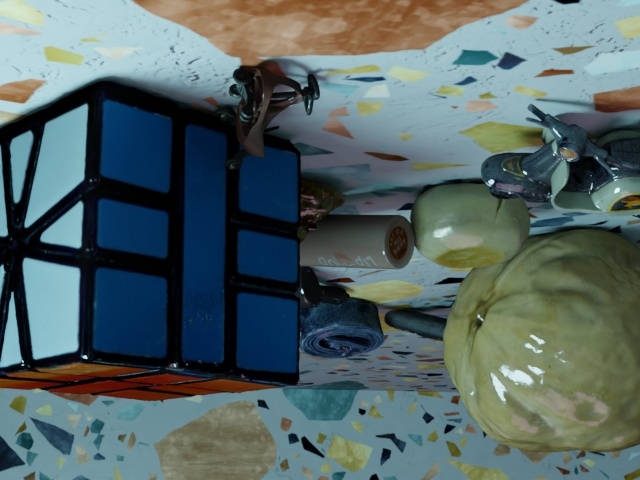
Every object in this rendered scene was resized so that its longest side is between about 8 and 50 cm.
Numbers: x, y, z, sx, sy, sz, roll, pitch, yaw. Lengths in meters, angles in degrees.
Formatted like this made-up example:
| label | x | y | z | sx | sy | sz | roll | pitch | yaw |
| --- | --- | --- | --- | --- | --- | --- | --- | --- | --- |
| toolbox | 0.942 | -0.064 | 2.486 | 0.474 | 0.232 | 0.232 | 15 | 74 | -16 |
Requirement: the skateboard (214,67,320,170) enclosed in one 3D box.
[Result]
| label | x | y | z | sx | sy | sz | roll | pitch | yaw |
| --- | --- | --- | --- | --- | --- | --- | --- | --- | --- |
| skateboard | -0.052 | -0.126 | 1.125 | 0.080 | 0.067 | 0.151 | -5 | 164 | -16 |

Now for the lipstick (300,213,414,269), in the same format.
| label | x | y | z | sx | sy | sz | roll | pitch | yaw |
| --- | --- | --- | --- | --- | --- | --- | --- | --- | --- |
| lipstick | 0.000 | 0.000 | 1.512 | 0.254 | 0.070 | 0.070 | 1 | 170 | 39 |

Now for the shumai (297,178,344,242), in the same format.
| label | x | y | z | sx | sy | sz | roll | pitch | yaw |
| --- | --- | --- | --- | --- | --- | --- | --- | --- | --- |
| shumai | -0.049 | -0.029 | 1.450 | 0.139 | 0.105 | 0.123 | 16 | 174 | 24 |

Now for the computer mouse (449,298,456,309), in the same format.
| label | x | y | z | sx | sy | sz | roll | pitch | yaw |
| --- | --- | --- | --- | --- | --- | --- | --- | --- | --- |
| computer mouse | 0.351 | 0.127 | 2.093 | 0.231 | 0.071 | 0.126 | 0 | 166 | -4 |

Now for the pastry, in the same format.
| label | x | y | z | sx | sy | sz | roll | pitch | yaw |
| --- | --- | --- | --- | --- | --- | --- | --- | --- | --- |
| pastry | 0.192 | -0.020 | 1.473 | 0.156 | 0.092 | 0.156 | -4 | 162 | -1 |

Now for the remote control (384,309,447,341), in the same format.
| label | x | y | z | sx | sy | sz | roll | pitch | yaw |
| --- | --- | --- | --- | --- | --- | --- | --- | --- | --- |
| remote control | 0.275 | 0.178 | 2.138 | 0.107 | 0.044 | 0.377 | 13 | 178 | -37 |

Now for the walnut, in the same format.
| label | x | y | z | sx | sy | sz | roll | pitch | yaw |
| --- | --- | --- | --- | --- | --- | --- | --- | --- | --- |
| walnut | 0.366 | 0.153 | 1.692 | 0.381 | 0.381 | 0.381 | 0 | 166 | 0 |

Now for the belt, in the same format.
| label | x | y | z | sx | sy | sz | roll | pitch | yaw |
| --- | --- | --- | --- | --- | --- | --- | --- | --- | --- |
| belt | 0.034 | 0.171 | 2.201 | 0.141 | 0.082 | 0.190 | -33 | 146 | 34 |

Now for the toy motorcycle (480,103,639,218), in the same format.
| label | x | y | z | sx | sy | sz | roll | pitch | yaw |
| --- | --- | --- | --- | --- | --- | --- | --- | --- | --- |
| toy motorcycle | 0.306 | -0.083 | 1.228 | 0.263 | 0.091 | 0.157 | 0 | 158 | -7 |

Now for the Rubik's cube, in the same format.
| label | x | y | z | sx | sy | sz | roll | pitch | yaw |
| --- | --- | --- | --- | --- | --- | --- | --- | --- | --- |
| Rubik's cube | -0.211 | 0.021 | 1.247 | 0.293 | 0.289 | 0.283 | -15 | 160 | 42 |

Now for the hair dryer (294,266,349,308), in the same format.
| label | x | y | z | sx | sy | sz | roll | pitch | yaw |
| --- | --- | --- | --- | --- | --- | --- | --- | --- | --- |
| hair dryer | -0.023 | 0.090 | 2.005 | 0.114 | 0.071 | 0.248 | -8 | 172 | 26 |
